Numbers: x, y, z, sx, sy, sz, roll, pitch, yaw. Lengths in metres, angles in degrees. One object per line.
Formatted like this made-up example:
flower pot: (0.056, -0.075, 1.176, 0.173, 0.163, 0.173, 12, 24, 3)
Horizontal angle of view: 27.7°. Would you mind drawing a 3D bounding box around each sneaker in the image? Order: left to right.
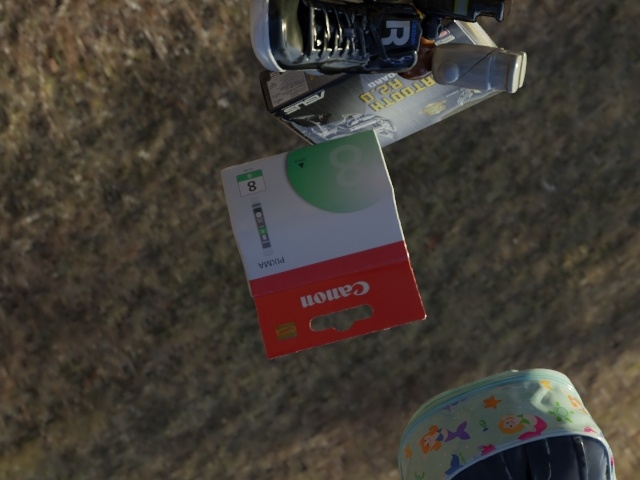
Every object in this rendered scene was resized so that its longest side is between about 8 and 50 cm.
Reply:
sneaker: (0.023, -0.185, 1.125, 0.121, 0.079, 0.217, 0, -176, 16)

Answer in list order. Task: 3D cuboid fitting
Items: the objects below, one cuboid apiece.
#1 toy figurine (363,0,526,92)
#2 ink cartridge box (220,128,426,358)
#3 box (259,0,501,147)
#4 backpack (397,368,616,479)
toy figurine: (0.133, -0.260, 1.250, 0.209, 0.148, 0.213, 63, 42, -61)
ink cartridge box: (0.000, 0.000, 1.411, 0.181, 0.224, 0.056, -15, 148, 0)
box: (0.075, -0.179, 1.451, 0.231, 0.056, 0.183, -24, 153, 19)
backpack: (0.191, 0.247, 1.351, 0.225, 0.191, 0.253, -19, 136, -2)
